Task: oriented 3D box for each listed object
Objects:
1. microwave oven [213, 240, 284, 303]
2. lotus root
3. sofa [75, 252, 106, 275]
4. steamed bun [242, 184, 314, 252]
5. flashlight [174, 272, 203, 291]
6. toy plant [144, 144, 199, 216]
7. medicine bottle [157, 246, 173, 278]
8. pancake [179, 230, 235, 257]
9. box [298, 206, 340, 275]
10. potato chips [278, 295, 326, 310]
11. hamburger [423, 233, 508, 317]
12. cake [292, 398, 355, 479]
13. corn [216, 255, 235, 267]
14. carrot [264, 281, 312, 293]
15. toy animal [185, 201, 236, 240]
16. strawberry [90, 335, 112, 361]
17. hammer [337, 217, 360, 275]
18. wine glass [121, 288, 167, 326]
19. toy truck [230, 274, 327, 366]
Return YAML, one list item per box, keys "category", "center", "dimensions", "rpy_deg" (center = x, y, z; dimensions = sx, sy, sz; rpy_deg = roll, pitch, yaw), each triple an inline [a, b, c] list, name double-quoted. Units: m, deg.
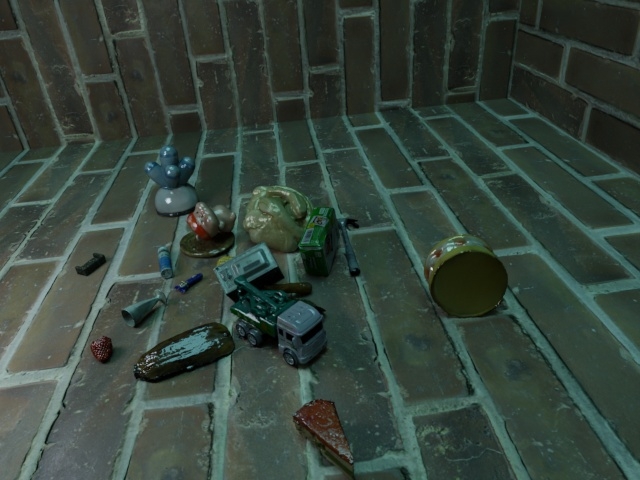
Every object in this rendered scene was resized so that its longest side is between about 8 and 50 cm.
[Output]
- category: "microwave oven"
  center: [-0.254, 0.122, 1.840]
  dimensions: [0.208, 0.162, 0.122]
  rpy_deg: [-29, 69, -4]
- category: "lotus root"
  center: [-0.447, 0.347, 1.644]
  dimensions: [0.329, 0.078, 0.167]
  rpy_deg: [-20, 33, -23]
- category: "sofa"
  center: [-0.978, 0.101, 2.158]
  dimensions: [0.060, 0.039, 0.118]
  rpy_deg: [8, 34, 22]
- category: "steamed bun"
  center: [-0.186, -0.121, 2.239]
  dimensions: [0.324, 0.231, 0.372]
  rpy_deg: [-10, 34, -2]
- category: "flashlight"
  center: [-0.515, 0.162, 1.995]
  dimensions: [0.057, 0.036, 0.121]
  rpy_deg: [19, 39, 35]
- category: "toy plant"
  center: [-0.740, -0.313, 2.527]
  dimensions: [0.247, 0.332, 0.247]
  rpy_deg: [-3, 29, 2]
- category: "medicine bottle"
  center: [-0.649, 0.091, 2.117]
  dimensions: [0.051, 0.051, 0.191]
  rpy_deg: [-14, 33, -15]
- category: "pancake"
  center: [-0.499, 0.003, 2.259]
  dimensions: [0.249, 0.031, 0.250]
  rpy_deg: [-4, 31, 2]
- category: "box"
  center: [0.000, 0.000, 2.022]
  dimensions: [0.102, 0.180, 0.250]
  rpy_deg: [4, 46, 17]
- category: "potato chips"
  center: [-0.078, 0.219, 1.800]
  dimensions: [0.142, 0.026, 0.209]
  rpy_deg: [9, 5, -42]
- category: "hamburger"
  center: [0.509, 0.113, 1.740]
  dimensions: [0.302, 0.261, 0.186]
  rpy_deg: [14, 27, -4]
- category: "cake"
  center: [0.041, 0.501, 1.312]
  dimensions: [0.220, 0.086, 0.116]
  rpy_deg: [23, 43, 39]
- category: "corn"
  center: [-0.291, 0.116, 1.985]
  dimensions: [0.244, 0.093, 0.093]
  rpy_deg: [6, 33, 17]
- category: "carrot"
  center: [-0.117, 0.176, 1.861]
  dimensions: [0.191, 0.047, 0.047]
  rpy_deg: [1, 26, -30]
- category: "toy animal"
  center: [-0.484, -0.085, 2.224]
  dimensions: [0.197, 0.171, 0.171]
  rpy_deg: [-20, 34, -35]
- category: "strawberry"
  center: [-0.722, 0.363, 1.680]
  dimensions: [0.073, 0.073, 0.083]
  rpy_deg: [-17, 69, -19]
- category: "hammer"
  center: [0.107, 0.019, 2.142]
  dimensions: [0.152, 0.044, 0.427]
  rpy_deg: [-5, 32, -1]
- category: "wine glass"
  center: [-0.639, 0.244, 1.848]
  dimensions: [0.073, 0.073, 0.155]
  rpy_deg: [18, 36, 32]
- category: "toy truck"
  center: [-0.150, 0.256, 1.662]
  dimensions: [0.363, 0.178, 0.176]
  rpy_deg: [24, 42, 34]
